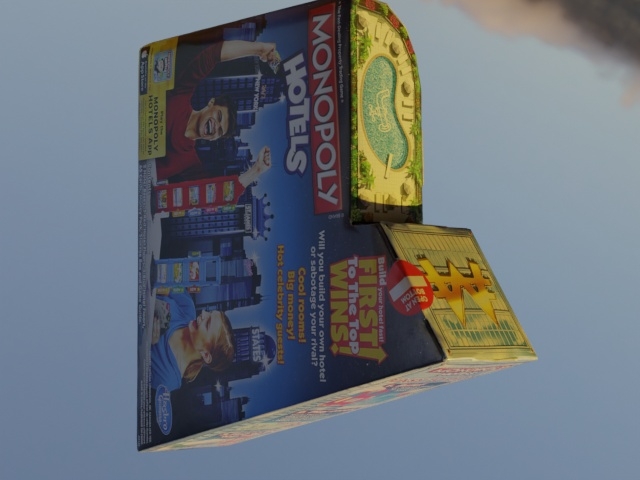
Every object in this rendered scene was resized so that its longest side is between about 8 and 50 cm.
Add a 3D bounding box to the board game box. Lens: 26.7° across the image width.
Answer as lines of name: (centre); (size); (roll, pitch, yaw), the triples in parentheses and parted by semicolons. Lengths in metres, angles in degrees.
board game box: (0.000, 0.000, 0.582); (0.060, 0.194, 0.194); (3, 176, -44)
